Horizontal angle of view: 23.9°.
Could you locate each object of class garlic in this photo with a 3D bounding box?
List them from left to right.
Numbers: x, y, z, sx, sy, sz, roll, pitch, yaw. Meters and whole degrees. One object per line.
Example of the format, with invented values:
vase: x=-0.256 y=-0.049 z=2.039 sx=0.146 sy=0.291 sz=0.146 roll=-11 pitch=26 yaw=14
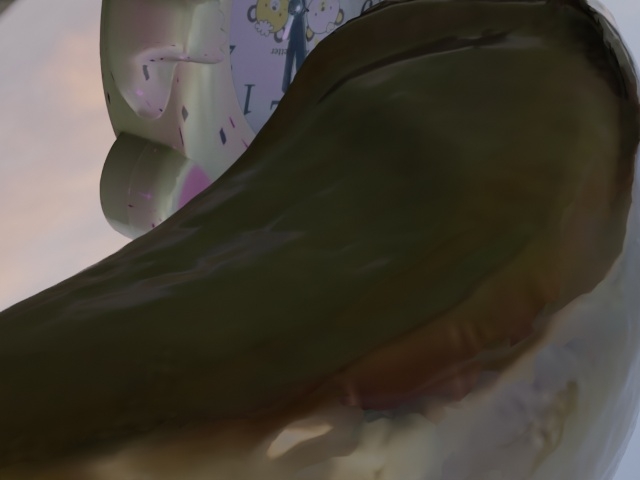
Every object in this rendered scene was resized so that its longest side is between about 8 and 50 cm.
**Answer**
garlic: x=0.018 y=0.001 z=0.449 sx=0.338 sy=0.196 sz=0.151 roll=-49 pitch=170 yaw=-27

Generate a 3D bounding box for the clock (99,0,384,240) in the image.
clock: x=-0.028 y=-0.150 z=1.010 sx=0.114 sy=0.309 sz=0.284 roll=19 pitch=-163 yaw=35
